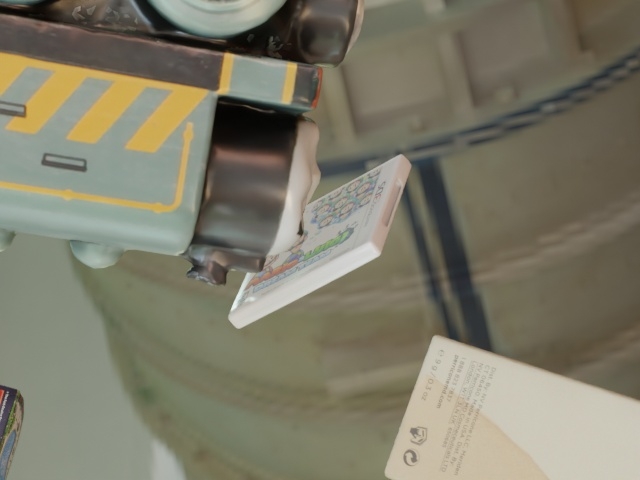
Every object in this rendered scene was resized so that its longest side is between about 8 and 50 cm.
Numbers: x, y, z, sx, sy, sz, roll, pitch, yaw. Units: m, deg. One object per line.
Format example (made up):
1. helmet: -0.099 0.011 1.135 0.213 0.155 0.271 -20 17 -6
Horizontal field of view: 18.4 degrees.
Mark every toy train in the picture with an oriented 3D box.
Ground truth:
1. toy train: -0.149 -0.088 0.903 0.142 0.334 0.190 -167 86 -78

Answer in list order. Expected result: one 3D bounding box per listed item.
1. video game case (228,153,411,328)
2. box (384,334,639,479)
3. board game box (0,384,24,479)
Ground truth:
1. video game case: 0.000 0.000 1.690 0.019 0.157 0.143 50 -149 -20
2. box: 0.225 0.183 1.509 0.148 0.311 0.121 31 -101 -60
3. board game box: -0.268 0.184 1.307 0.060 0.194 0.194 82 -157 -75
